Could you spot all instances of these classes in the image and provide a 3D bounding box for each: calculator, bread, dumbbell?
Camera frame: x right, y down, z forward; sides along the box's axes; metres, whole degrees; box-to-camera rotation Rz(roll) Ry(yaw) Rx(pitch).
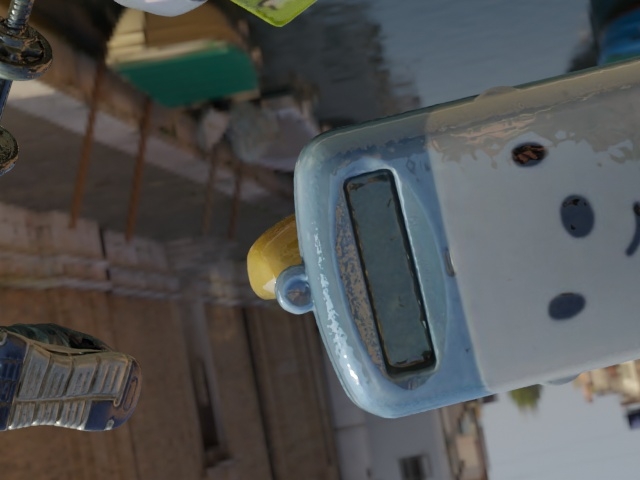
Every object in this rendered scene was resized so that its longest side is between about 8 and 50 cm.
[{"bbox_3d":[0.084,-0.002,0.527,0.210,0.121,0.039,-13,-175,-2],"label":"calculator"},{"bbox_3d":[0.000,0.000,1.760,0.217,0.098,0.147,-24,-179,-18],"label":"bread"},{"bbox_3d":[-0.298,-0.129,1.202,0.081,0.081,0.254,-7,138,-39],"label":"dumbbell"}]

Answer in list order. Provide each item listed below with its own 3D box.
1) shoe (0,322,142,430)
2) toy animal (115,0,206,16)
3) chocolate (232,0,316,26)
[{"bbox_3d":[-0.267,0.118,1.192,0.207,0.091,0.106,12,-173,-38],"label":"shoe"},{"bbox_3d":[-0.169,-0.284,1.237,0.138,0.166,0.179,-23,131,41],"label":"toy animal"},{"bbox_3d":[-0.051,-0.398,1.471,0.289,0.137,0.301,23,139,-40],"label":"chocolate"}]
